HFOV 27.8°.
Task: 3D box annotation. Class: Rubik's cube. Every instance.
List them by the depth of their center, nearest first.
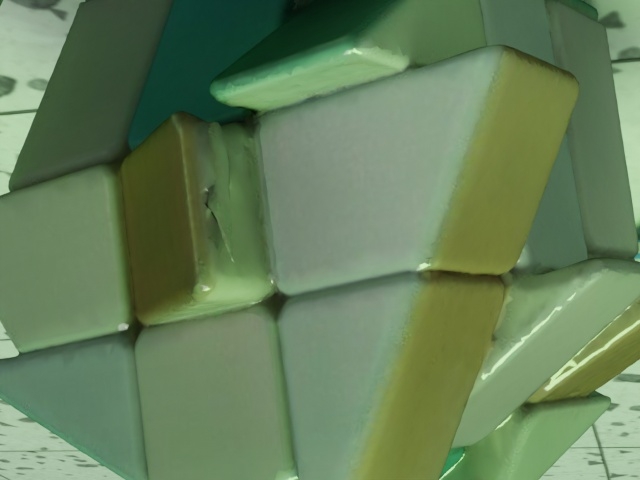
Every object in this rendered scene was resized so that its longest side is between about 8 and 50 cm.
[{"bbox_3d":[0.000,0.000,0.751,0.387,0.368,0.358,-14,168,34],"label":"Rubik's cube"}]

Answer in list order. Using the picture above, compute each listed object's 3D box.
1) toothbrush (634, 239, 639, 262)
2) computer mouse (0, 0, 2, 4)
[{"bbox_3d":[0.275,0.019,1.122,0.040,0.040,0.386,4,157,0],"label":"toothbrush"},{"bbox_3d":[-0.148,-0.201,0.397,0.188,0.371,0.122,19,-168,-5],"label":"computer mouse"}]
